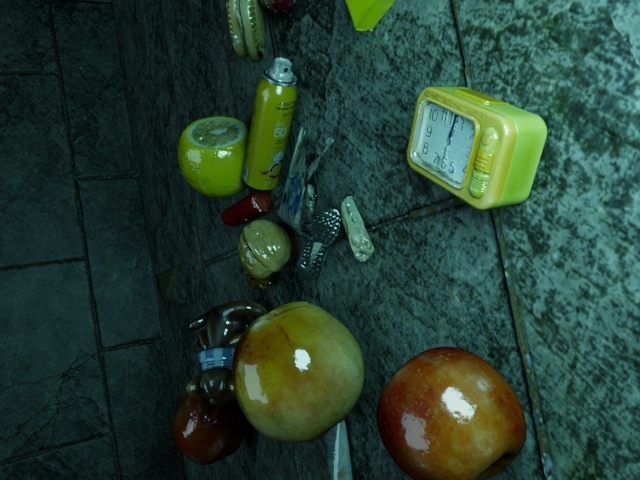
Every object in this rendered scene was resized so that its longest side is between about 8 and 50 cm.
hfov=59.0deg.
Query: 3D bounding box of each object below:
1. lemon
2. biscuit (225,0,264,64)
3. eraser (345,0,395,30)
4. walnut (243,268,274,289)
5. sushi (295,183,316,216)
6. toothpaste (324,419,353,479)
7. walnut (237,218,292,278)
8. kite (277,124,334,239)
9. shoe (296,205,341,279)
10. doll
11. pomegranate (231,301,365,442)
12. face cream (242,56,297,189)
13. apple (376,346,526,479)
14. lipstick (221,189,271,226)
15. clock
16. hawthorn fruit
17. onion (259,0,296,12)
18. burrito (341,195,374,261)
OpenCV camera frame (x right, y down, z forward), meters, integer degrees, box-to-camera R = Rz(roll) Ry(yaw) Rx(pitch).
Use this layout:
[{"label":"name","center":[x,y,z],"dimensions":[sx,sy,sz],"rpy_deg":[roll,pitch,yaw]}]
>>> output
[{"label":"lemon","center":[-0.297,-0.231,1.669],"dimensions":[0.219,0.240,0.240],"rpy_deg":[91,154,-43]},{"label":"biscuit","center":[-0.191,-0.585,1.449],"dimensions":[0.259,0.079,0.259],"rpy_deg":[-4,-90,-89]},{"label":"eraser","center":[0.088,-0.480,1.078],"dimensions":[0.097,0.045,0.122],"rpy_deg":[-40,63,58]},{"label":"walnut","center":[-0.183,0.077,1.703],"dimensions":[0.170,0.069,0.143],"rpy_deg":[-8,91,63]},{"label":"sushi","center":[-0.038,-0.099,1.409],"dimensions":[0.044,0.046,0.083],"rpy_deg":[-1,95,61]},{"label":"toothpaste","center":[0.047,0.558,1.410],"dimensions":[0.100,0.066,0.323],"rpy_deg":[-22,73,59]},{"label":"walnut","center":[-0.157,0.020,1.558],"dimensions":[0.166,0.149,0.166],"rpy_deg":[-13,63,26]},{"label":"kite","center":[-0.038,-0.139,1.348],"dimensions":[0.314,0.011,0.335],"rpy_deg":[-49,40,48]},{"label":"shoe","center":[0.001,-0.002,1.344],"dimensions":[0.077,0.074,0.194],"rpy_deg":[-55,-12,-66]},{"label":"doll","center":[-0.267,0.352,1.750],"dimensions":[0.209,0.318,0.339],"rpy_deg":[54,-152,-52]},{"label":"pomegranate","center":[-0.048,0.303,1.270],"dimensions":[0.319,0.319,0.319],"rpy_deg":[24,118,58]},{"label":"face cream","center":[-0.128,-0.300,1.465],"dimensions":[0.105,0.105,0.348],"rpy_deg":[56,142,40]},{"label":"apple","center":[0.200,0.278,0.887],"dimensions":[0.201,0.218,0.218],"rpy_deg":[53,141,34]},{"label":"lipstick","center":[-0.232,-0.094,1.749],"dimensions":[0.280,0.073,0.073],"rpy_deg":[-18,81,61]},{"label":"clock","center":[0.226,-0.145,0.855],"dimensions":[0.202,0.096,0.143],"rpy_deg":[45,138,50]},{"label":"hawthorn fruit","center":[-0.390,0.625,2.037],"dimensions":[0.287,0.287,0.330],"rpy_deg":[52,134,43]},{"label":"onion","center":[-0.104,-0.601,1.361],"dimensions":[0.107,0.097,0.107],"rpy_deg":[29,157,13]},{"label":"burrito","center":[0.075,-0.023,1.223],"dimensions":[0.055,0.041,0.149],"rpy_deg":[-47,52,40]}]
